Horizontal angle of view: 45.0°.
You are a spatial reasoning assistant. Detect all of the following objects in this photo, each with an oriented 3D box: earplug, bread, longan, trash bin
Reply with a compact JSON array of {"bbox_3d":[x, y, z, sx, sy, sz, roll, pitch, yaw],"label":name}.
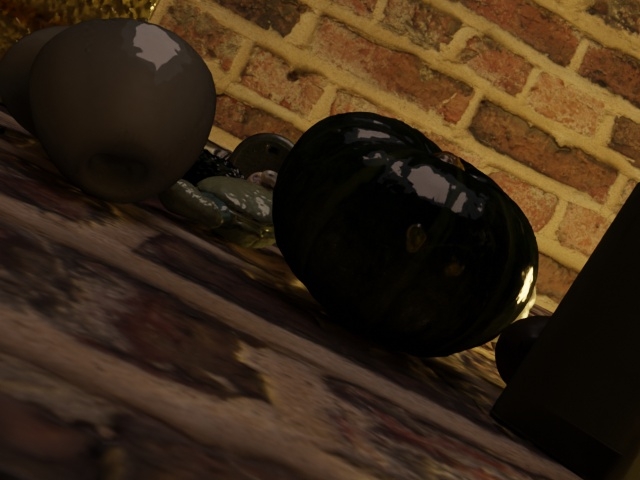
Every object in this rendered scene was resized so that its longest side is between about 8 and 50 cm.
[{"bbox_3d":[-0.231,-0.136,0.829,0.214,0.175,0.325,19,-1,-30],"label":"earplug"},{"bbox_3d":[-0.400,-0.316,1.141,0.236,0.263,0.198,24,4,-24],"label":"bread"},{"bbox_3d":[0.243,0.127,0.842,0.106,0.106,0.119,29,-11,25],"label":"longan"},{"bbox_3d":[0.286,0.088,0.698,0.122,0.240,0.164,33,6,34],"label":"trash bin"}]

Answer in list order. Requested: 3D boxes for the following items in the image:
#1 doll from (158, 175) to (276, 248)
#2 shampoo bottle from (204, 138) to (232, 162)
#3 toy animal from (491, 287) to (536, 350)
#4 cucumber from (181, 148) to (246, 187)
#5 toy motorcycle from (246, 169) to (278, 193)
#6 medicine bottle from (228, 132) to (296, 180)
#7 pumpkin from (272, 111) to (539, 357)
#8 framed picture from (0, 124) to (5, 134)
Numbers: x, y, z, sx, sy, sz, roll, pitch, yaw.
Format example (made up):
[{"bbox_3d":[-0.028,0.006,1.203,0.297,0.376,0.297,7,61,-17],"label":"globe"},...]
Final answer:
[{"bbox_3d":[-0.091,-0.033,0.914,0.214,0.071,0.103,18,9,-41],"label":"doll"},{"bbox_3d":[-0.319,-0.207,1.416,0.350,0.084,0.125,29,-1,11],"label":"shampoo bottle"},{"bbox_3d":[0.199,0.068,1.086,0.193,0.127,0.178,26,3,17],"label":"toy animal"},{"bbox_3d":[-0.219,-0.124,1.189,0.300,0.072,0.072,29,6,27],"label":"cucumber"},{"bbox_3d":[-0.015,-0.023,1.158,0.254,0.112,0.112,30,6,14],"label":"toy motorcycle"},{"bbox_3d":[-0.082,-0.125,1.464,0.141,0.141,0.293,27,5,2],"label":"medicine bottle"},{"bbox_3d":[0.082,-0.003,0.809,0.300,0.207,0.300,35,14,-10],"label":"pumpkin"},{"bbox_3d":[-0.388,-0.129,0.737,0.136,0.010,0.201,25,5,-15],"label":"framed picture"}]
